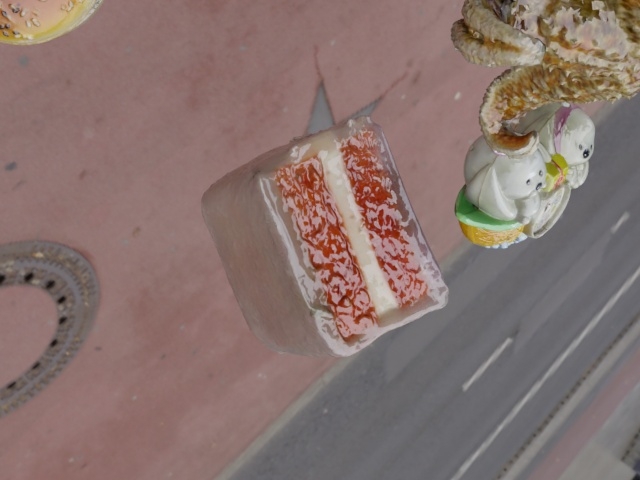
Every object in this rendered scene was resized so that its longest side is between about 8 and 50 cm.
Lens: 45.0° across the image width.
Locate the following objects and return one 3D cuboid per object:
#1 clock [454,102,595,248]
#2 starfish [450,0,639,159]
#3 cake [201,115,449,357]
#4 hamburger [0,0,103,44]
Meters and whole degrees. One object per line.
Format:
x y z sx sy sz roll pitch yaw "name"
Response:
0.234 -0.082 0.880 0.231 0.103 0.144 -35 147 -32 "clock"
0.236 -0.136 0.508 0.312 0.303 0.113 0 83 -65 "starfish"
0.000 0.000 1.118 0.237 0.309 0.230 -27 -175 -29 "cake"
-0.453 -0.444 1.159 0.300 0.300 0.176 -58 -171 9 "hamburger"
